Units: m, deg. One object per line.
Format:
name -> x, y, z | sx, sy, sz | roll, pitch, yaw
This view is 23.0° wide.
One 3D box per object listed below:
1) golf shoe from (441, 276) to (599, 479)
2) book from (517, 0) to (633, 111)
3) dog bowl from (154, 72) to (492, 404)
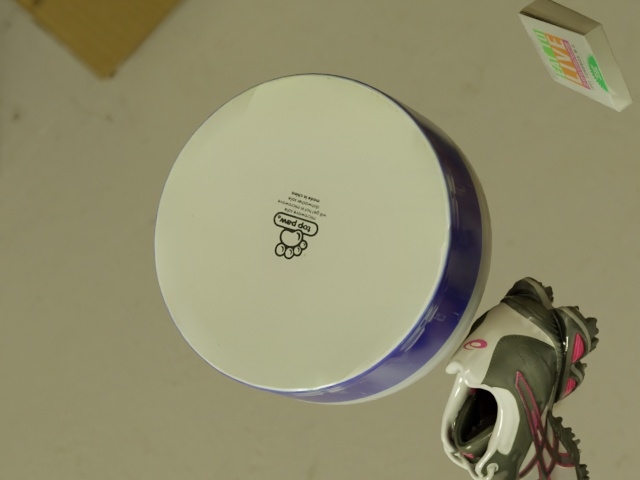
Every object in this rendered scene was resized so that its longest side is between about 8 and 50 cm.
golf shoe -> 0.143, 0.157, 1.246 | 0.105, 0.120, 0.272 | 31, 139, 40
book -> 0.271, -0.196, 1.660 | 0.096, 0.035, 0.144 | 61, 172, -25
dog bowl -> 0.000, 0.000, 1.295 | 0.265, 0.265, 0.104 | 43, -171, 24
